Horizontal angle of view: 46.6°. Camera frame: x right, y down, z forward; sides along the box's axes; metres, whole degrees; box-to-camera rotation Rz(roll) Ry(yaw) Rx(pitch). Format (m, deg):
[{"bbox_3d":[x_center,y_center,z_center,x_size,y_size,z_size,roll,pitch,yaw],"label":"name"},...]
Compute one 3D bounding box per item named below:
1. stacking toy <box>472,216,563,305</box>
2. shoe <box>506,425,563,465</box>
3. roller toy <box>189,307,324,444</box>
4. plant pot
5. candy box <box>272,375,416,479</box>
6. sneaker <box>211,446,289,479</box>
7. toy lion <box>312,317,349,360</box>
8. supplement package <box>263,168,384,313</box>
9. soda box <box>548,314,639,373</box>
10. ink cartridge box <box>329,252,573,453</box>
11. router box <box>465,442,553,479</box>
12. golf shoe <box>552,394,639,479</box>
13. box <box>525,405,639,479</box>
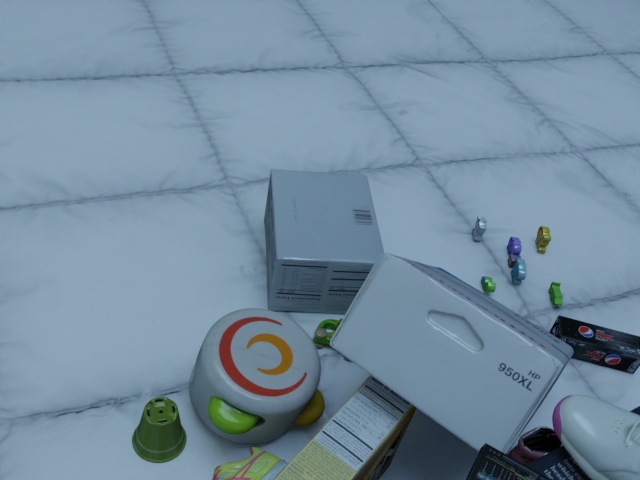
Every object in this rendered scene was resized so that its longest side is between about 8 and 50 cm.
[{"bbox_3d":[0.423,0.040,1.594,0.167,0.052,0.221,9,42,-5],"label":"stacking toy"},{"bbox_3d":[0.394,0.350,1.219,0.178,0.081,0.063,1,43,-14],"label":"shoe"},{"bbox_3d":[-0.105,0.219,1.187,0.209,0.146,0.191,-8,54,-31],"label":"roller toy"},{"bbox_3d":[-0.245,0.281,1.132,0.083,0.079,0.083,7,41,-6],"label":"plant pot"},{"bbox_3d":[0.007,0.346,1.046,0.088,0.182,0.316,33,45,19],"label":"candy box"},{"bbox_3d":[-0.135,0.372,1.071,0.094,0.081,0.209,32,38,30],"label":"sneaker"},{"bbox_3d":[0.045,0.172,1.368,0.100,0.034,0.096,20,35,8],"label":"toy lion"},{"bbox_3d":[0.000,0.000,1.457,0.204,0.145,0.261,3,43,-10],"label":"supplement package"},{"bbox_3d":[0.535,0.202,1.441,0.169,0.053,0.060,15,41,1],"label":"soda box"},{"bbox_3d":[0.224,0.167,1.165,0.286,0.166,0.395,32,6,21],"label":"ink cartridge box"},{"bbox_3d":[0.217,0.296,0.823,0.123,0.038,0.092,27,43,17],"label":"router box"},{"bbox_3d":[0.418,0.257,0.845,0.306,0.140,0.115,32,46,22],"label":"golf shoe"},{"bbox_3d":[0.352,0.417,0.975,0.396,0.293,0.212,-15,49,-28],"label":"box"}]
